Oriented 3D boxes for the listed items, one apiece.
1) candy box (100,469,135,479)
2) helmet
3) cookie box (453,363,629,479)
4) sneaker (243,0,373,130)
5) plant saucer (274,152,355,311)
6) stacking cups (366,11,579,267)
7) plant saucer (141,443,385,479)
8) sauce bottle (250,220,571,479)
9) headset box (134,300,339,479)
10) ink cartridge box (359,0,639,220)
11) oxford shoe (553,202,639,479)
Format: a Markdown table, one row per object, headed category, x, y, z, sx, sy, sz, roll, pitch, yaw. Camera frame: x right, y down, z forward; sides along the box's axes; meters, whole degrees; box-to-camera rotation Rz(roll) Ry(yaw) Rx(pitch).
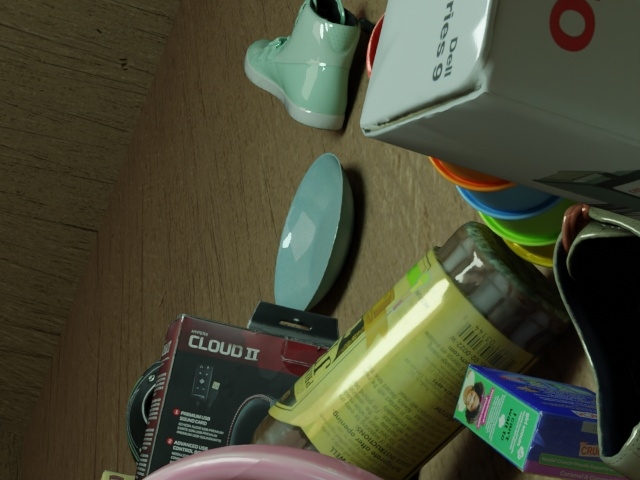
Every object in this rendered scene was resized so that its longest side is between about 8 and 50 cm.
| category | x | y | z | sx | sy | sz | roll | pitch | yaw |
| --- | --- | --- | --- | --- | --- | --- | --- | --- | --- |
| candy box | -0.142 | 0.375 | 1.267 | 0.316 | 0.183 | 0.087 | -114 | 41 | -63 |
| helmet | -0.153 | 0.214 | 1.469 | 0.169 | 0.169 | 0.161 | -51 | 45 | 51 |
| cookie box | 0.147 | 0.115 | 0.769 | 0.107 | 0.092 | 0.040 | -152 | 75 | -72 |
| sneaker | -0.015 | -0.245 | 1.529 | 0.256 | 0.094 | 0.151 | 48 | 127 | 57 |
| plant saucer | 0.000 | 0.000 | 1.383 | 0.195 | 0.037 | 0.195 | -164 | 90 | -72 |
| stacking cups | 0.103 | -0.053 | 0.723 | 0.316 | 0.096 | 0.096 | 22 | -100 | -64 |
| plant saucer | -0.015 | 0.290 | 0.842 | 0.084 | 0.332 | 0.332 | -28 | -38 | -65 |
| sauce bottle | 0.025 | 0.136 | 0.902 | 0.344 | 0.111 | 0.111 | -45 | 26 | 13 |
| headset box | -0.045 | 0.200 | 1.055 | 0.110 | 0.218 | 0.293 | 148 | 134 | -74 |
| ink cartridge box | 0.184 | -0.112 | 0.522 | 0.121 | 0.289 | 0.211 | 170 | 114 | -70 |
| oxford shoe | 0.194 | -0.021 | 0.674 | 0.123 | 0.130 | 0.348 | 125 | 153 | -46 |
